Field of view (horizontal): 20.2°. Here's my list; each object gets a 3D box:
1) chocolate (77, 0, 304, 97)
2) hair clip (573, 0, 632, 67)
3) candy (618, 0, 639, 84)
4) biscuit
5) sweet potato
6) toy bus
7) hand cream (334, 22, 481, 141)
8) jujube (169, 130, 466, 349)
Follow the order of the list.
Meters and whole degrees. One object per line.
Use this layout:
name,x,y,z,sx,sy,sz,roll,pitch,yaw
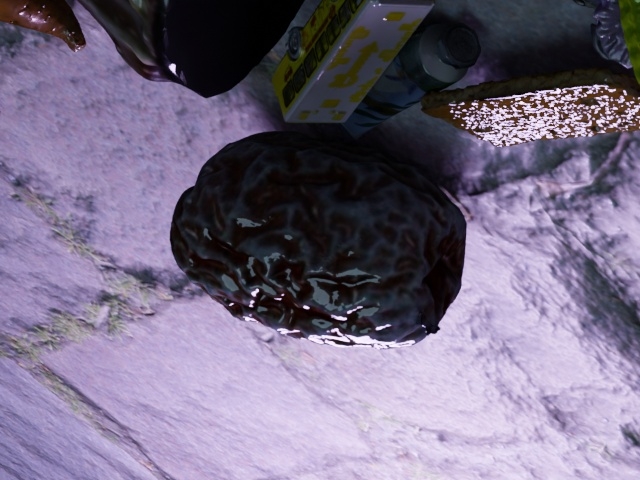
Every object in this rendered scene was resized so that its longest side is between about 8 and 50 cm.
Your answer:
chocolate,-0.134,-0.301,1.593,0.210,0.225,0.340,37,152,18
hair clip,0.327,-0.174,1.492,0.292,0.084,0.106,22,131,26
candy,0.274,-0.213,1.409,0.097,0.097,0.209,-11,96,50
biscuit,0.213,-0.123,1.662,0.231,0.025,0.131,-4,163,44
sweet potato,-0.386,-0.319,1.905,0.359,0.112,0.112,43,149,-23
toy bus,0.025,-0.193,1.693,0.081,0.074,0.226,1,153,-27
hand cream,0.067,-0.157,1.775,0.091,0.058,0.271,48,152,-14
jujube,0.000,0.000,1.904,0.317,0.226,0.226,19,147,27
